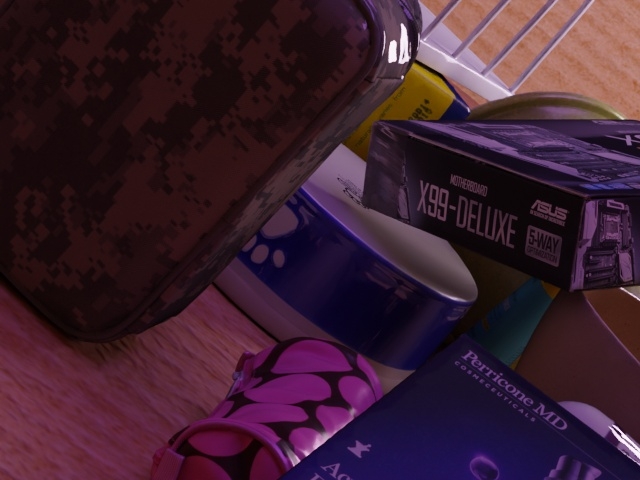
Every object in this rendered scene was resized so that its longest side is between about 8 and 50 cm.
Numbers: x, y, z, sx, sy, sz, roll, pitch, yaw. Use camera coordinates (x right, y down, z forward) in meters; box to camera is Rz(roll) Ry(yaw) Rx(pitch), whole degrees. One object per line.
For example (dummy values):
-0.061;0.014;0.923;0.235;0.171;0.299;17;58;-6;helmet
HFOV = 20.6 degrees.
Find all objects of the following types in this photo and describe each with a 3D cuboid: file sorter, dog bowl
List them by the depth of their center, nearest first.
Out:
0.000;0.000;1.454;0.265;0.104;0.265;38;14;-11;dog bowl
0.117;-0.273;1.660;0.193;0.173;0.278;49;15;29;file sorter

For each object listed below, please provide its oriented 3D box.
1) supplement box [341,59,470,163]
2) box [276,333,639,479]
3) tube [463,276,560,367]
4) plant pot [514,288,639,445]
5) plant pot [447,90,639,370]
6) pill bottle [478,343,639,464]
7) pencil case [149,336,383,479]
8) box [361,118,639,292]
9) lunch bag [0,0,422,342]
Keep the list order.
-0.072;-0.174;1.613;0.356;0.194;0.195;32;16;-35;supplement box
0.059;0.165;0.872;0.153;0.108;0.207;36;41;18;box
0.171;0.065;1.486;0.052;0.207;0.080;42;15;-10;tube
0.235;0.185;1.320;0.284;0.191;0.284;39;14;-11;plant pot
0.219;0.045;1.648;0.276;0.276;0.254;31;27;-36;plant pot
0.165;0.209;1.104;0.301;0.169;0.169;42;14;8;pill bottle
-0.032;0.118;1.024;0.098;0.095;0.209;34;15;5;pencil case
0.227;-0.036;1.402;0.307;0.076;0.242;-3;18;-37;box
-0.083;-0.100;1.142;0.212;0.305;0.256;45;17;7;lunch bag
